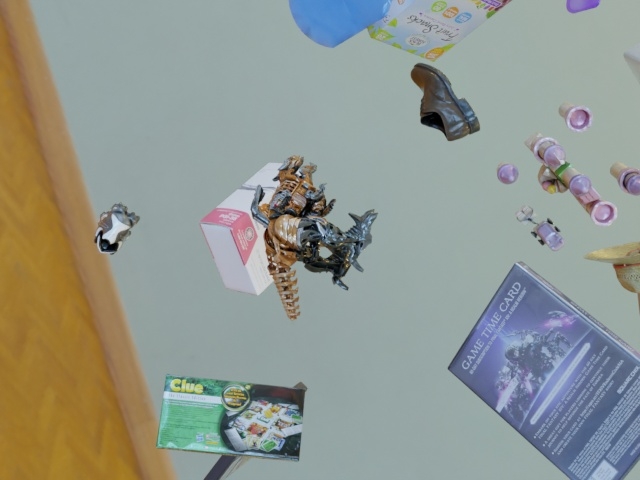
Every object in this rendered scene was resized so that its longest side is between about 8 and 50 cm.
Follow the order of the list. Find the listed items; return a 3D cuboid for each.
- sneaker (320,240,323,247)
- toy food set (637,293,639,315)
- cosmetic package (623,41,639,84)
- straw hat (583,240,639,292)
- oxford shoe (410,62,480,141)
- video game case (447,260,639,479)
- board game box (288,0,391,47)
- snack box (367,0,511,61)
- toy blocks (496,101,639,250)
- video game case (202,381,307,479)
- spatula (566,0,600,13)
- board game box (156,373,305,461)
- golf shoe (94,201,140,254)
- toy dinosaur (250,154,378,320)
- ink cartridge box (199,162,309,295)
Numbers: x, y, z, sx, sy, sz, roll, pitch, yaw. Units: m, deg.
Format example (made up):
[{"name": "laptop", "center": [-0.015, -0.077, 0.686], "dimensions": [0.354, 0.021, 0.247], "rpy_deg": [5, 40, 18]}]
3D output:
[{"name": "sneaker", "center": [0.000, 0.000, 2.202], "dimensions": [0.032, 0.083, 0.037], "rpy_deg": [38, 48, -15]}, {"name": "toy food set", "center": [0.816, 0.117, 2.138], "dimensions": [0.232, 0.111, 0.104], "rpy_deg": [-15, 100, -38]}, {"name": "cosmetic package", "center": [0.919, -0.344, 1.970], "dimensions": [0.329, 0.327, 0.393], "rpy_deg": [54, 14, -12]}, {"name": "straw hat", "center": [0.440, 0.040, 1.245], "dimensions": [0.144, 0.145, 0.061], "rpy_deg": [-35, 113, -80]}, {"name": "oxford shoe", "center": [0.243, -0.299, 1.939], "dimensions": [0.227, 0.096, 0.082], "rpy_deg": [59, -5, 37]}, {"name": "video game case", "center": [0.318, 0.186, 1.201], "dimensions": [0.274, 0.196, 0.026], "rpy_deg": [42, 29, 28]}, {"name": "board game box", "center": [0.035, -0.384, 1.418], "dimensions": [0.133, 0.169, 0.033], "rpy_deg": [62, 20, 0]}, {"name": "snack box", "center": [0.202, -0.402, 1.519], "dimensions": [0.175, 0.207, 0.070], "rpy_deg": [7, 59, -44]}, {"name": "toy blocks", "center": [0.617, -0.134, 2.232], "dimensions": [0.288, 0.309, 0.260], "rpy_deg": [44, 13, -15]}, {"name": "video game case", "center": [-0.169, 0.505, 2.348], "dimensions": [0.035, 0.274, 0.248], "rpy_deg": [42, 27, 13]}, {"name": "spatula", "center": [0.670, -0.590, 2.050], "dimensions": [0.296, 0.030, 0.084], "rpy_deg": [-14, -119, 63]}, {"name": "board game box", "center": [-0.162, 0.325, 1.658], "dimensions": [0.030, 0.260, 0.136], "rpy_deg": [115, -18, -72]}, {"name": "golf shoe", "center": [-0.439, -0.013, 1.871], "dimensions": [0.077, 0.093, 0.198], "rpy_deg": [34, -23, -8]}, {"name": "toy dinosaur", "center": [-0.032, -0.004, 1.675], "dimensions": [0.164, 0.219, 0.321], "rpy_deg": [155, -51, -71]}, {"name": "ink cartridge box", "center": [-0.137, -0.034, 2.212], "dimensions": [0.283, 0.117, 0.207], "rpy_deg": [-44, 129, -36]}]
